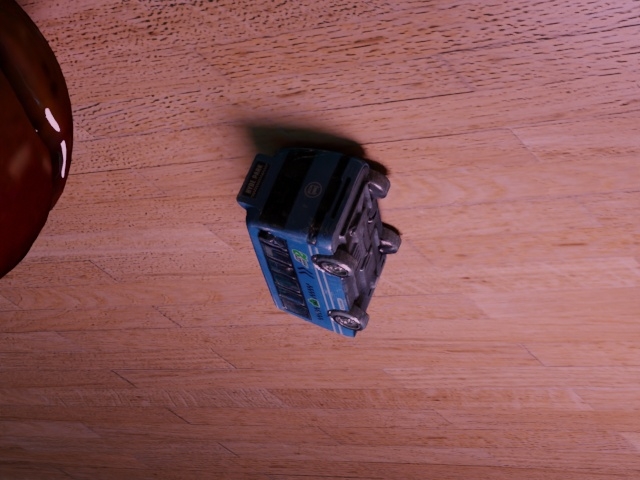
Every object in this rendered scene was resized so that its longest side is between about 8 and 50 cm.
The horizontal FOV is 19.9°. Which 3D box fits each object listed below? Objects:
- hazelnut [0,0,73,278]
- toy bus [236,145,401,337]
[{"bbox_3d":[-0.455,-0.089,1.713,0.429,0.402,0.402,2,152,38],"label":"hazelnut"},{"bbox_3d":[0.000,0.000,1.918,0.134,0.113,0.246,17,158,16],"label":"toy bus"}]
